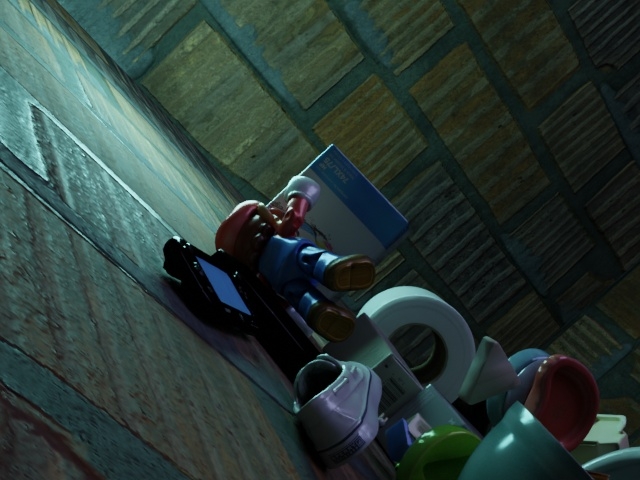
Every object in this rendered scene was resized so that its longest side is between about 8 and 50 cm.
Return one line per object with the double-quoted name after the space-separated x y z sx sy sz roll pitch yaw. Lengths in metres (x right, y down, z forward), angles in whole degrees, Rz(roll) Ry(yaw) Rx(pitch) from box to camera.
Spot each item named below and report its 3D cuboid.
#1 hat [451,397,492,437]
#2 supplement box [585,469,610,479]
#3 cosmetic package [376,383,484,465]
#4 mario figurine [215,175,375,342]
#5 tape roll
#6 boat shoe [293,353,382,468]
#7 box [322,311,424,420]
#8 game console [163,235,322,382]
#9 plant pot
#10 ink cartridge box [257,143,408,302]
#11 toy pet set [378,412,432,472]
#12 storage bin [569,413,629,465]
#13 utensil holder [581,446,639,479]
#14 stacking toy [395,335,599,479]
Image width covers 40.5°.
0.301 0.408 1.871 0.133 0.331 0.331 9 -7 10 "hat"
0.320 0.410 1.110 0.080 0.233 0.078 9 -11 17 "supplement box"
0.200 0.342 1.386 0.238 0.127 0.107 50 0 -43 "cosmetic package"
-0.028 0.029 1.343 0.320 0.198 0.170 35 -19 48 "mario figurine"
0.188 0.224 1.806 0.246 0.246 0.169 48 1 -4 "tape roll"
0.014 0.168 0.980 0.084 0.095 0.258 52 0 -5 "boat shoe"
0.085 0.220 1.481 0.094 0.113 0.275 49 2 -11 "box"
-0.091 0.086 1.074 0.213 0.044 0.361 49 2 19 "game console"
0.242 0.349 0.939 0.293 0.196 0.293 49 1 -1 "plant pot"
0.000 0.000 1.587 0.197 0.270 0.198 47 1 8 "ink cartridge box"
0.110 0.299 1.205 0.122 0.114 0.065 48 42 4 "toy pet set"
0.487 0.480 1.686 0.123 0.260 0.262 -20 101 -52 "storage bin"
0.528 0.573 1.333 0.385 0.327 0.327 51 1 -6 "utensil holder"
0.211 0.263 1.174 0.279 0.309 0.130 32 -3 -34 "stacking toy"
